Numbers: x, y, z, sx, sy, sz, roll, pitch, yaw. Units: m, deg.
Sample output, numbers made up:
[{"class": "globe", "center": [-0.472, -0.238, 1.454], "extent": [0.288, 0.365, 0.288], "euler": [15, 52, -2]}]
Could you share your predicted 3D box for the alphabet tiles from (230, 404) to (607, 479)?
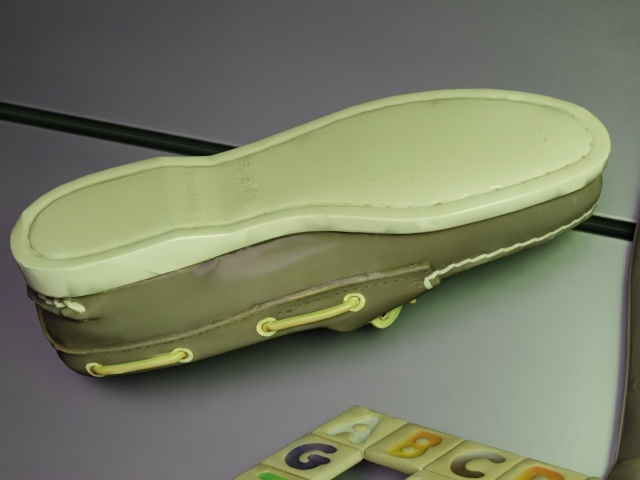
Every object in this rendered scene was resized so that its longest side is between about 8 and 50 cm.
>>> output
[{"class": "alphabet tiles", "center": [0.043, 0.146, 0.868], "extent": [0.237, 0.198, 0.009], "euler": [12, 117, 40]}]

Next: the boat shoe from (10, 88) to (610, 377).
[{"class": "boat shoe", "center": [0.000, 0.000, 0.987], "extent": [0.324, 0.096, 0.116], "euler": [-13, 36, 1]}]

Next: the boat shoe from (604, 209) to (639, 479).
[{"class": "boat shoe", "center": [0.217, 0.053, 0.951], "extent": [0.095, 0.112, 0.335], "euler": [12, 84, -8]}]
